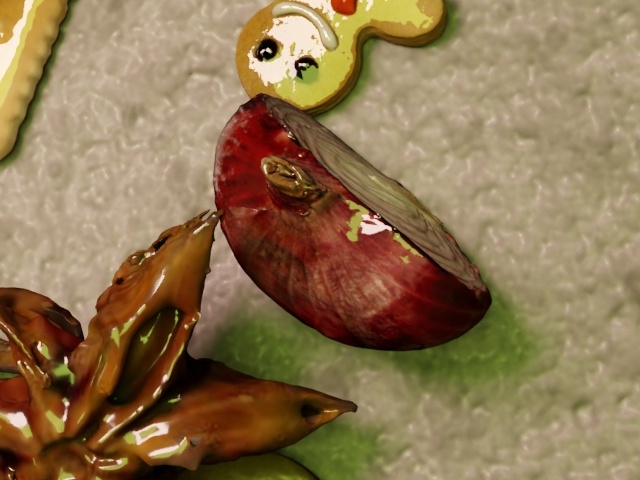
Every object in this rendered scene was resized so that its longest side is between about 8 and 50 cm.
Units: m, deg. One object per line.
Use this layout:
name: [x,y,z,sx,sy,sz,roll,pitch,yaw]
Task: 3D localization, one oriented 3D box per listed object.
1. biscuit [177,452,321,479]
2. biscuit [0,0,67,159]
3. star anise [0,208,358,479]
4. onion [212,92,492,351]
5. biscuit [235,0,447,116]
biscuit: [-0.097,0.211,0.904,0.236,0.039,0.180,-10,81,7]
biscuit: [-0.308,-0.164,0.984,0.249,0.030,0.160,21,87,11]
star anise: [-0.155,0.074,0.859,0.346,0.148,0.237,16,100,15]
onion: [0.000,0.000,0.862,0.206,0.151,0.098,46,107,27]
biscuit: [0.020,-0.194,0.931,0.158,0.035,0.240,26,88,14]
